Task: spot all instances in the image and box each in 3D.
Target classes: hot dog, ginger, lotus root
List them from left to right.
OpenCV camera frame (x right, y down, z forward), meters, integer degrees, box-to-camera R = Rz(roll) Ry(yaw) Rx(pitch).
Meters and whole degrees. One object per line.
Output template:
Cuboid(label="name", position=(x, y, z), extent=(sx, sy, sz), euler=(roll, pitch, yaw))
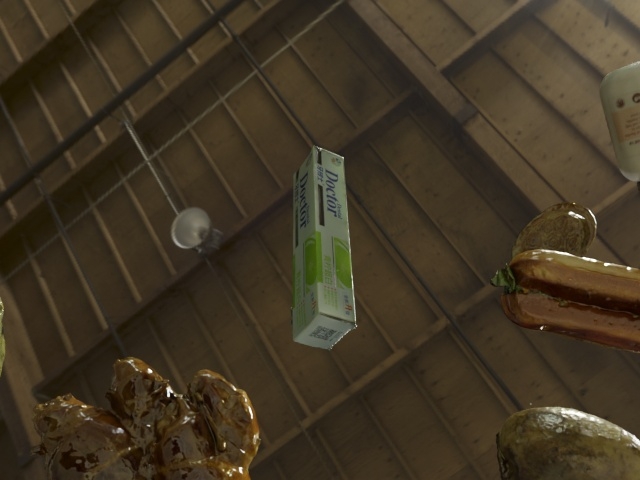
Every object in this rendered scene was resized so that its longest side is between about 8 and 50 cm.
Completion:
Cuboid(label="ginger", position=(-0.252, 0.324, 0.908), extent=(0.358, 0.152, 0.274), euler=(8, -93, 2))
Cuboid(label="lotus root", position=(0.300, 0.265, 0.693), extent=(0.214, 0.138, 0.138), euler=(5, -103, 41))
Cuboid(label="hot dog", position=(0.237, 0.051, 0.516), extent=(0.188, 0.055, 0.072), euler=(13, -70, 10))

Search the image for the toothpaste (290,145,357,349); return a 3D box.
Cuboid(label="toothpaste", position=(0.000, 0.000, 0.940), extent=(0.081, 0.067, 0.336), euler=(-49, -148, 41))

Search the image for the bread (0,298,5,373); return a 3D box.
Cuboid(label="bread", position=(-0.293, 0.032, 0.350), extent=(0.269, 0.098, 0.087), euler=(15, -113, 27))

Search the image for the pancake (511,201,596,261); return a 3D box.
Cuboid(label="pancake", position=(0.260, 0.006, 0.686), extent=(0.115, 0.115, 0.011), euler=(-37, -144, 7))

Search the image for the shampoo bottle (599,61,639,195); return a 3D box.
Cuboid(label="shampoo bottle", position=(0.327, -0.075, 0.588), extent=(0.074, 0.074, 0.192), euler=(-16, -88, 15))
